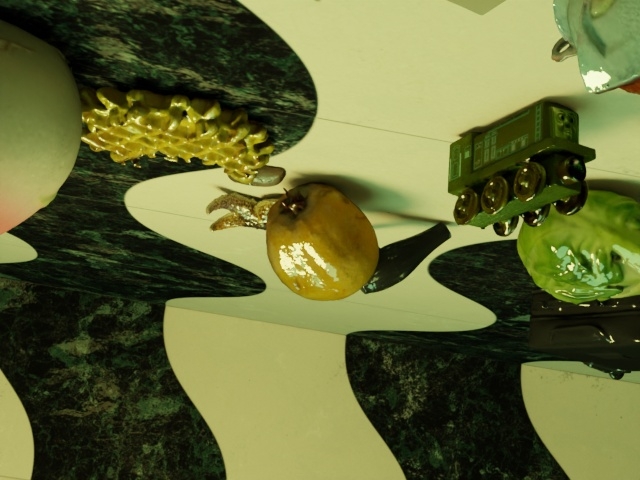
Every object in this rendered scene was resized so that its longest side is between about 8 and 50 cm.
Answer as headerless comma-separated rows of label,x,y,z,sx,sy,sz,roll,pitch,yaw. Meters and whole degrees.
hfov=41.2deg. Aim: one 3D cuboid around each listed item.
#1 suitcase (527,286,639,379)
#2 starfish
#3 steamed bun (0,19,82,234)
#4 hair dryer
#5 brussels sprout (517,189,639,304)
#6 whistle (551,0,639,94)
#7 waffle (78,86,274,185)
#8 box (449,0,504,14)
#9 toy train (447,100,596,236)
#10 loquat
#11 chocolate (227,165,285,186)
suitcase,0.638,0.181,1.774,0.339,0.188,0.345,15,166,-29
starfish,-0.109,-0.047,1.600,0.238,0.071,0.216,-14,150,34
steamed bun,-0.456,-0.119,1.064,0.309,0.309,0.309,8,166,2
hair dryer,0.120,0.007,1.612,0.075,0.195,0.219,64,168,-27
brussels sprout,0.411,0.003,1.299,0.223,0.161,0.223,10,143,7
whistle,0.298,-0.197,0.606,0.346,0.142,0.133,-18,109,55
waffle,-0.213,-0.149,1.244,0.293,0.069,0.260,8,167,-1
box,0.032,-0.281,0.606,0.365,0.051,0.204,15,164,-24
toy train,0.247,-0.089,1.071,0.090,0.137,0.225,14,161,-26
loquat,0.000,0.000,1.454,0.187,0.176,0.234,-23,118,20
chocolate,-0.110,-0.105,1.425,0.101,0.031,0.064,8,170,-3
